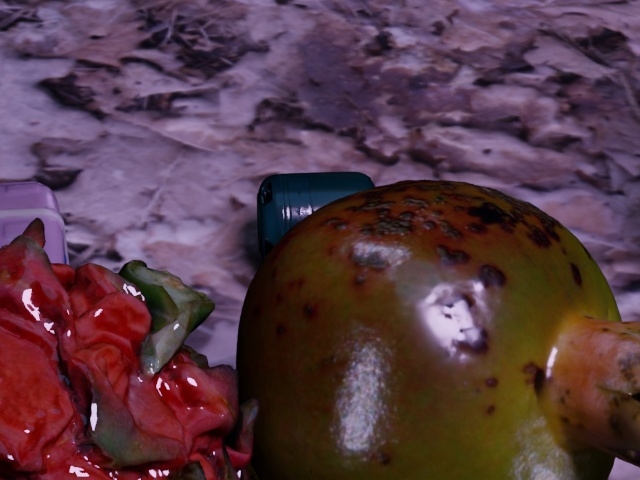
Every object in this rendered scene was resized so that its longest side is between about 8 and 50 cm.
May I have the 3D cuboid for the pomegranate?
[{"bbox_3d":[0.066,0.076,0.792,0.198,0.198,0.246,-18,32,-25],"label":"pomegranate"}]

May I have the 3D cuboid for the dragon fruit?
[{"bbox_3d":[-0.150,0.134,0.720,0.234,0.293,0.234,36,7,-5],"label":"dragon fruit"}]

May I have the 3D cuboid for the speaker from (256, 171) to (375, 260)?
[{"bbox_3d":[0.000,0.004,1.047,0.075,0.060,0.094,-2,69,-3],"label":"speaker"}]

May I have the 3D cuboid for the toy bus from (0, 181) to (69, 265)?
[{"bbox_3d":[-0.228,0.054,0.889,0.203,0.142,0.142,-3,40,-6],"label":"toy bus"}]

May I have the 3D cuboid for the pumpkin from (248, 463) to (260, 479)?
[{"bbox_3d":[-0.032,0.125,0.878,0.050,0.028,0.083,-5,43,-11],"label":"pumpkin"}]
